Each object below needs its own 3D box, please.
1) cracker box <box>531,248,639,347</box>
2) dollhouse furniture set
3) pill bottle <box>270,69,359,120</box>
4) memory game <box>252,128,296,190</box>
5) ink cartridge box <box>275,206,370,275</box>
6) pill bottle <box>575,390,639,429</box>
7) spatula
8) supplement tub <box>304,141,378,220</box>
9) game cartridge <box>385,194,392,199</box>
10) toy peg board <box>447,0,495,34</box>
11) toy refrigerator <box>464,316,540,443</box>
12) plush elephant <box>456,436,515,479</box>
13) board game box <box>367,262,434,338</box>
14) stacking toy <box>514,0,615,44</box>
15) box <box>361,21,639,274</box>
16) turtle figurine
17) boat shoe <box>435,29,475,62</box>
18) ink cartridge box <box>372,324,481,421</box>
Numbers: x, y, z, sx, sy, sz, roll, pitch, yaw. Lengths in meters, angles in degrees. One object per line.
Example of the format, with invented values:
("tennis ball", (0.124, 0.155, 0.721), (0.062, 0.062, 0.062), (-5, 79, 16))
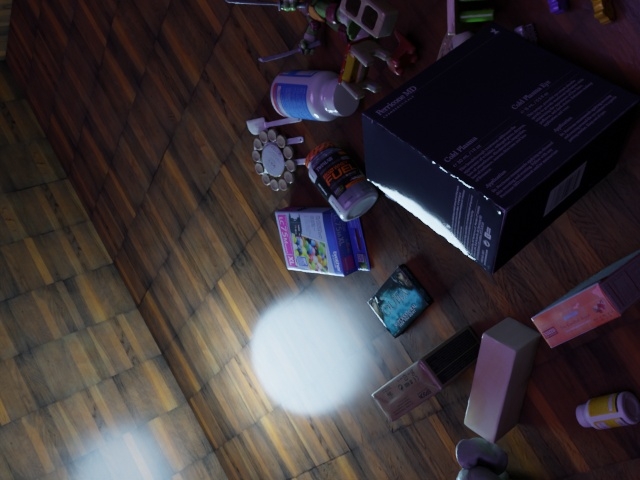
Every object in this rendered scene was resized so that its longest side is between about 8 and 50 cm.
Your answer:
("cracker box", (0.501, 0.093, 1.165), (0.067, 0.232, 0.156), (59, 142, 11))
("dollhouse furniture set", (0.140, -0.502, 1.350), (0.152, 0.201, 0.374), (47, 144, 25))
("pill bottle", (-0.012, -0.361, 1.650), (0.222, 0.124, 0.124), (18, 121, 46))
("memory game", (-0.135, -0.234, 1.923), (0.186, 0.012, 0.186), (22, 122, 40))
("ink cartridge box", (0.000, 0.000, 1.866), (0.311, 0.065, 0.185), (3, 110, 48))
("pill bottle", (0.577, 0.345, 1.333), (0.116, 0.065, 0.065), (-35, 80, 51))
("spatula", (-0.118, -0.278, 1.910), (0.242, 0.019, 0.168), (1, 107, 46))
("supplement tub", (0.049, -0.153, 1.684), (0.190, 0.117, 0.117), (52, 140, 18))
("game cartridge", (0.186, -0.134, 1.611), (0.056, 0.017, 0.083), (30, 129, 34))
("toy peg board", (0.294, -0.470, 1.219), (0.079, 0.161, 0.161), (6, 113, 28))
("toy refrigerator", (0.405, 0.315, 1.497), (0.094, 0.102, 0.269), (30, 130, 39))
("plush elephant", (0.379, 0.620, 1.530), (0.256, 0.271, 0.330), (33, 127, -19))
("board game box", (0.204, 0.160, 1.723), (0.126, 0.026, 0.186), (53, 140, 18))
("stacking toy", (0.408, -0.464, 1.161), (0.167, 0.052, 0.221), (-9, 99, 50))
("box", (0.303, -0.174, 1.159), (0.312, 0.343, 0.178), (42, 158, 30))
("turtle figurine", (-0.025, -0.487, 1.528), (0.266, 0.275, 0.197), (30, 145, 27))
("boat shoe", (0.261, -0.298, 1.381), (0.089, 0.105, 0.285), (44, 126, 35))
("ink cartridge box", (0.262, 0.322, 1.596), (0.088, 0.193, 0.234), (54, 141, 14))
